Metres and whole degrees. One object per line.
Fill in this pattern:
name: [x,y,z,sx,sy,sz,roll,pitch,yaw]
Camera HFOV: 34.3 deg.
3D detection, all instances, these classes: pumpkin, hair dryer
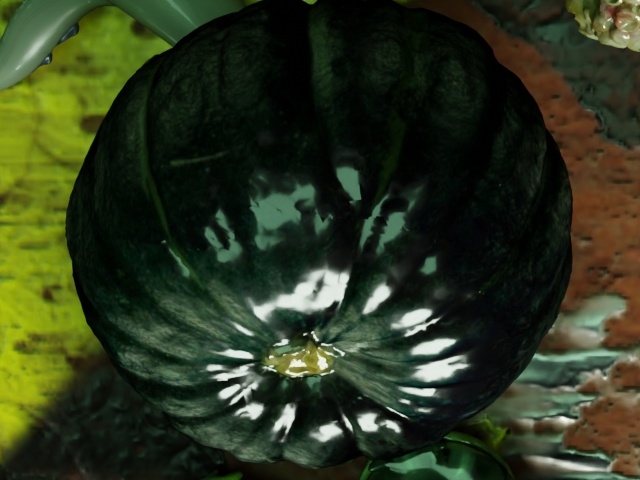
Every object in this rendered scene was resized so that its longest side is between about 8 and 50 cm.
pumpkin: [0.000,0.000,0.457,0.221,0.161,0.220,5,134,5]
hair dryer: [-0.109,-0.088,0.528,0.167,0.067,0.199,35,118,-6]

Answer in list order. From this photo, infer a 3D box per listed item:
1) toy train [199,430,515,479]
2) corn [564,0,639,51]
toy train: [0.024,0.219,0.527,0.272,0.159,0.188,-20,109,14]
corn: [0.230,-0.121,0.436,0.254,0.086,0.086,-2,103,12]
